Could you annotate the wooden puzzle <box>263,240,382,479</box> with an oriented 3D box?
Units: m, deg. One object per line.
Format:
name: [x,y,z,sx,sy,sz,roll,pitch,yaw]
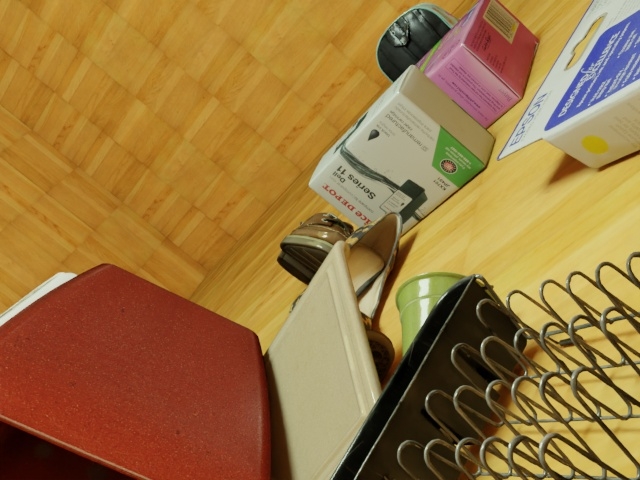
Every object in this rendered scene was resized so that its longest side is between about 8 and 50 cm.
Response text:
wooden puzzle: [-0.011,0.149,0.660,0.221,0.044,0.238,-58,23,31]

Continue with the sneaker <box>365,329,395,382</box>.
sneaker: [0.009,0.135,0.772,0.188,0.066,0.071,-43,10,34]

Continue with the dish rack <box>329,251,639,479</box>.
dish rack: [0.118,0.095,0.393,0.208,0.074,0.271,-55,11,-26]

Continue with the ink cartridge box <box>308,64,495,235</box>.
ink cartridge box: [0.106,-0.107,1.014,0.208,0.153,0.086,-43,12,40]

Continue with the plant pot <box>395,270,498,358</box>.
plant pot: [0.094,0.081,0.581,0.083,0.083,0.079,-41,25,45]

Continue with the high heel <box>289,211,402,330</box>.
high heel: [0.048,0.035,0.879,0.186,0.093,0.261,-57,1,-2]

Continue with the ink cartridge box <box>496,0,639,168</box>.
ink cartridge box: [0.324,-0.203,0.638,0.303,0.072,0.307,-55,8,-22]

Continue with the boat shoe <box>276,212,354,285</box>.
boat shoe: [0.000,0.000,1.212,0.104,0.111,0.307,-53,10,-12]

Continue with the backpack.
backpack: [0.201,-0.336,1.356,0.166,0.188,0.144,-45,11,33]

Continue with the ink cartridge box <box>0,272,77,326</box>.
ink cartridge box: [-0.413,0.282,1.243,0.160,0.279,0.384,-49,-9,-52]

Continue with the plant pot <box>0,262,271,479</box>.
plant pot: [-0.193,0.184,0.699,0.267,0.267,0.235,-58,10,35]

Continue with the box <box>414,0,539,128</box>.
box: [0.201,-0.231,1.164,0.243,0.117,0.213,-42,12,41]
